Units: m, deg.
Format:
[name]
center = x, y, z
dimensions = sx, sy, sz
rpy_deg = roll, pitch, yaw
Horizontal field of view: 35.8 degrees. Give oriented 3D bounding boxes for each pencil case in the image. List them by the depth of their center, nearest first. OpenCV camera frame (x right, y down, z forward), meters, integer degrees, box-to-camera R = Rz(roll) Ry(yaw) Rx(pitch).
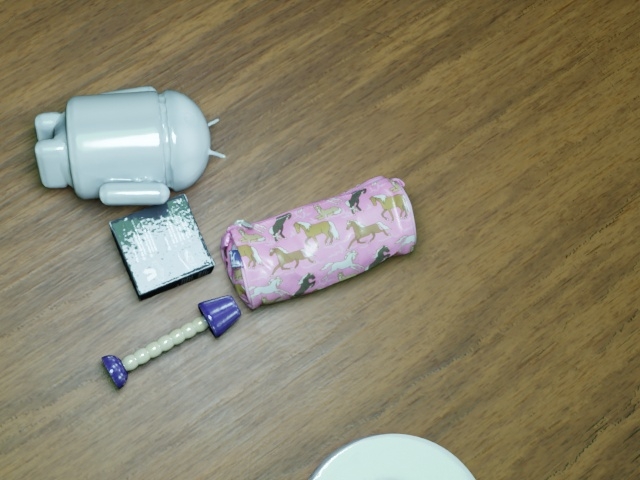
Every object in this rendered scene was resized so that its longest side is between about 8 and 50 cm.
[pencil case]
center = 0.000, 0.000, 1.956
dimensions = 0.386, 0.167, 0.160
rpy_deg = -18, 47, -12

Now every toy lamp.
[toy lamp]
center = -0.283, 0.191, 1.914
dimensions = 0.275, 0.080, 0.080
rpy_deg = -29, 85, -10

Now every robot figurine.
[robot figurine]
center = -0.366, -0.186, 1.910
dimensions = 0.353, 0.200, 0.300
rpy_deg = -5, 56, -9

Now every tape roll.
[tape roll]
center = 0.140, 0.569, 1.908
dimensions = 0.392, 0.072, 0.392
rpy_deg = 2, 79, -9

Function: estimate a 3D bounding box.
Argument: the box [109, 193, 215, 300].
[box]
center = -0.310, 0.015, 1.934
dimensions = 0.158, 0.093, 0.156
rpy_deg = -22, 83, -13
